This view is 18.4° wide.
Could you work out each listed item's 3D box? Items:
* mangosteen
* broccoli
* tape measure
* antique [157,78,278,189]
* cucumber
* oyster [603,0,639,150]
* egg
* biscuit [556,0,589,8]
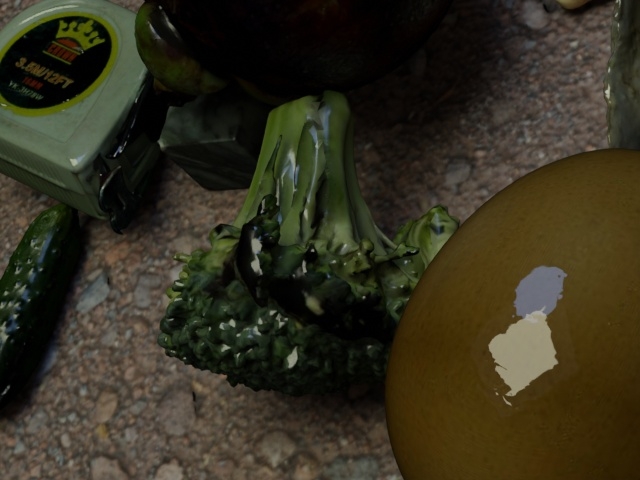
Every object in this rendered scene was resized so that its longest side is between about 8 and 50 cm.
[{"bbox_3d":[-0.026,-0.251,1.633,0.311,0.311,0.311,-17,54,25],"label":"mangosteen"},{"bbox_3d":[0.000,0.000,1.566,0.263,0.247,0.243,-3,70,11],"label":"broccoli"},{"bbox_3d":[-0.214,-0.128,1.874,0.235,0.115,0.207,24,62,34],"label":"tape measure"},{"bbox_3d":[-0.072,-0.146,1.811,0.088,0.086,0.183,-2,61,32],"label":"antique"},{"bbox_3d":[-0.273,0.058,1.834,0.069,0.069,0.227,5,63,36],"label":"cucumber"},{"bbox_3d":[0.339,-0.188,1.551,0.204,0.111,0.396,7,75,13],"label":"oyster"},{"bbox_3d":[0.182,0.081,1.389,0.250,0.250,0.322,10,63,38],"label":"egg"},{"bbox_3d":[0.307,-0.297,1.688,0.250,0.030,0.160,-21,52,22],"label":"biscuit"}]
